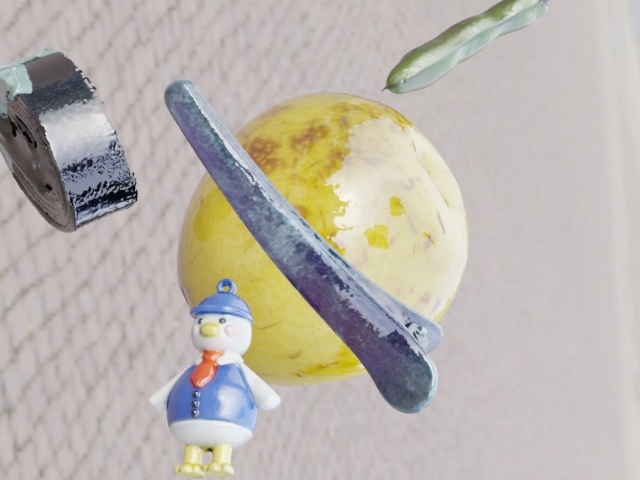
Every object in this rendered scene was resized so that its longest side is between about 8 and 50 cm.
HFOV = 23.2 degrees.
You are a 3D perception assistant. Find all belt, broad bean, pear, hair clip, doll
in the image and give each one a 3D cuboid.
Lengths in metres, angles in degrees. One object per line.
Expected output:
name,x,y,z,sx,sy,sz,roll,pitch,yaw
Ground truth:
belt,-0.245,-0.095,1.424,0.198,0.078,0.151,42,-31,43
broad bean,0.164,-0.226,1.762,0.065,0.254,0.046,7,-55,61
pear,0.000,0.000,1.444,0.281,0.281,0.280,-5,90,-76
hair clip,-0.010,-0.001,1.055,0.275,0.048,0.083,49,28,-18
doll,-0.072,0.094,1.081,0.057,0.099,0.143,45,47,-59
